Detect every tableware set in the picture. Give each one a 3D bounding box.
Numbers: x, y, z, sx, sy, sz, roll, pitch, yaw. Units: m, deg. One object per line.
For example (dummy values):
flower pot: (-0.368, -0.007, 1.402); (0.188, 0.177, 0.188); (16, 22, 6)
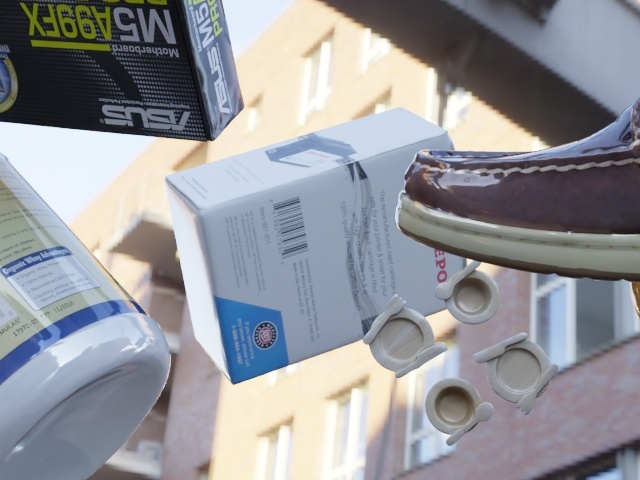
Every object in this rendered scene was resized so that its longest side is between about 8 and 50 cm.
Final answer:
tableware set: (0.135, 0.109, 1.352); (0.141, 0.169, 0.020); (-34, -12, -11)

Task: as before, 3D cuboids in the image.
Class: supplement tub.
supplement tub: (-0.302, 0.055, 1.167); (0.316, 0.228, 0.228); (46, -23, 19)

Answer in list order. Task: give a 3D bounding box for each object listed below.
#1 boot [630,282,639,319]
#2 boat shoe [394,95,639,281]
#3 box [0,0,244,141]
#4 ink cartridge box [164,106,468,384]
boot: (0.404, 0.067, 1.418); (0.104, 0.211, 0.295); (-34, -34, 28)
boat shoe: (0.204, -0.049, 0.665); (0.342, 0.123, 0.123); (0, 8, 17)
box: (-0.206, -0.193, 1.095); (0.270, 0.060, 0.216); (8, -54, 25)
ink cartridge box: (0.000, 0.000, 1.609); (0.307, 0.129, 0.223); (-18, -63, -19)
